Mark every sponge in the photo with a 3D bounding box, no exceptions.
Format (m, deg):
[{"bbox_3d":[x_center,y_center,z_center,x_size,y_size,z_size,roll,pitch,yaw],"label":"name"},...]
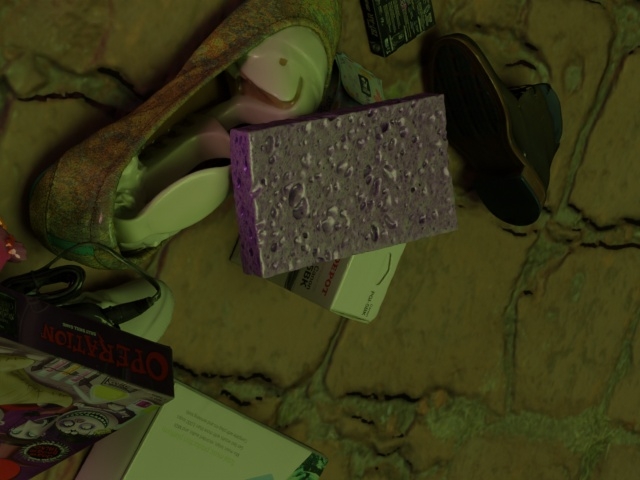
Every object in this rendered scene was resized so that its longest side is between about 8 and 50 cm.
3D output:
[{"bbox_3d":[0.022,-0.047,1.581,0.210,0.031,0.117,-13,103,-37],"label":"sponge"}]

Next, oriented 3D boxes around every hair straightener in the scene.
[{"bbox_3d":[-0.234,0.055,1.477,0.230,0.047,0.089,-14,116,-2],"label":"hair straightener"}]

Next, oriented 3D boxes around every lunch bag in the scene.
[{"bbox_3d":[0.019,-0.115,1.718,0.071,0.053,0.083,31,77,-49],"label":"lunch bag"}]

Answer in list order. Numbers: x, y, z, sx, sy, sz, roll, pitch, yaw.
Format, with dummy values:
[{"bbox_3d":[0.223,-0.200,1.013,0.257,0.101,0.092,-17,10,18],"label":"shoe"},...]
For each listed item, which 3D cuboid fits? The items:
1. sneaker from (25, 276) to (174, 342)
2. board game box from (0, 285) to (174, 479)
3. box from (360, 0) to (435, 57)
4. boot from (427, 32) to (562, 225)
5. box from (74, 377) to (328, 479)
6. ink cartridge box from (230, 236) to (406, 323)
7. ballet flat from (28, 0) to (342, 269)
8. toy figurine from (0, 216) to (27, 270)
[{"bbox_3d":[-0.210,0.071,1.566,0.212,0.080,0.094,-33,117,-28],"label":"sneaker"},{"bbox_3d":[-0.296,0.084,1.358,0.347,0.208,0.056,23,52,-40],"label":"board game box"},{"bbox_3d":[0.067,-0.213,1.743,0.067,0.018,0.083,-36,130,-28],"label":"box"},{"bbox_3d":[0.166,-0.128,1.860,0.106,0.082,0.219,-60,138,-39],"label":"boot"},{"bbox_3d":[-0.147,0.291,1.734,0.232,0.058,0.322,32,85,-47],"label":"box"},{"bbox_3d":[0.000,0.000,1.688,0.056,0.135,0.099,19,94,-47],"label":"ink cartridge box"},{"bbox_3d":[-0.077,-0.092,1.587,0.348,0.123,0.123,-40,132,-25],"label":"ballet flat"},{"bbox_3d":[-0.271,-0.002,1.404,0.173,0.159,0.130,3,106,-46],"label":"toy figurine"}]
